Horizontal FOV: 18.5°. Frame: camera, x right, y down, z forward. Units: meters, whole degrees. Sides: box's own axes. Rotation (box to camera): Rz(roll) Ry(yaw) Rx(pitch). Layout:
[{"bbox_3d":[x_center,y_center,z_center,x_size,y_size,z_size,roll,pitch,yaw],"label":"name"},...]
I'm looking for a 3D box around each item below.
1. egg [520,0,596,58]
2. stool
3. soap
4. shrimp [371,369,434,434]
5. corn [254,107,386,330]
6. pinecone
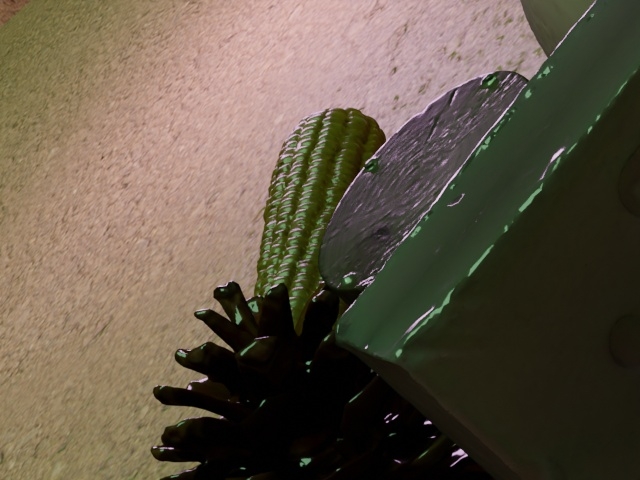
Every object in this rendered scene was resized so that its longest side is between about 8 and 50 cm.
[{"bbox_3d":[0.282,-0.209,1.350,0.340,0.354,0.354,-45,16,50],"label":"egg"},{"bbox_3d":[0.150,0.042,1.248,0.179,0.264,0.179,-40,23,21],"label":"stool"},{"bbox_3d":[0.201,0.041,1.115,0.285,0.296,0.107,-52,21,-6],"label":"soap"},{"bbox_3d":[0.073,0.125,1.564,0.126,0.047,0.223,-5,44,46],"label":"shrimp"},{"bbox_3d":[0.000,0.000,1.812,0.120,0.120,0.363,-35,24,30],"label":"corn"},{"bbox_3d":[-0.006,0.146,1.375,0.264,0.264,0.264,-40,22,20],"label":"pinecone"}]
